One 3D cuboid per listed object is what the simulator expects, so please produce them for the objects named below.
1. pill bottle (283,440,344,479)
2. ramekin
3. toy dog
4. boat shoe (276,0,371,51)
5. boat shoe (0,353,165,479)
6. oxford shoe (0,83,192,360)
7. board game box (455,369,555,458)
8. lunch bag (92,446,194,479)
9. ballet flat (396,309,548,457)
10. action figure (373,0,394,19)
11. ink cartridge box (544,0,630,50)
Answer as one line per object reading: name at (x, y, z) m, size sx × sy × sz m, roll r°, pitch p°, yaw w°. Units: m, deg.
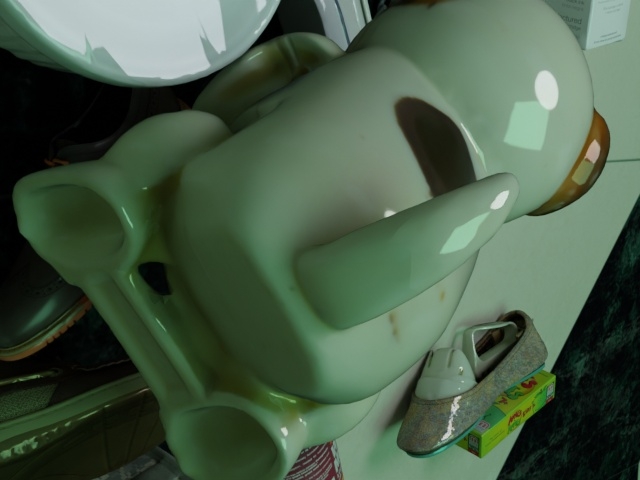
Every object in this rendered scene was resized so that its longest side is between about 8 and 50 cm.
pill bottle at (-0.046, 0.215, 1.180) m, size 0.121 × 0.121 × 0.221 m, roll -38°, pitch 135°, yaw -31°
ramekin at (-0.156, -0.239, 0.760) m, size 0.273 × 0.127 × 0.273 m, roll -3°, pitch 95°, yaw -42°
toy dog at (0.037, -0.062, 0.808) m, size 0.408 × 0.395 × 0.284 m, roll -39°, pitch 92°, yaw -35°
boat shoe at (0.028, -0.163, 1.096) m, size 0.088 × 0.096 × 0.267 m, roll -36°, pitch 125°, yaw -26°
boat shoe at (-0.246, 0.138, 0.900) m, size 0.342 × 0.123 × 0.123 m, roll -19°, pitch 148°, yaw -33°
oxford shoe at (-0.207, -0.030, 0.890) m, size 0.098 × 0.097 × 0.271 m, roll 51°, pitch 59°, yaw -45°
board game box at (0.251, 0.236, 1.564) m, size 0.181 × 0.092 × 0.043 m, roll -29°, pitch 128°, yaw -38°
lunch bag at (-0.172, 0.318, 0.933) m, size 0.235 × 0.287 × 0.169 m, roll -38°, pitch 135°, yaw -30°
ballet flat at (0.201, 0.183, 1.490) m, size 0.316 × 0.107 × 0.106 m, roll -29°, pitch 110°, yaw -44°
action figure at (0.139, -0.334, 1.135) m, size 0.185 × 0.099 × 0.285 m, roll 7°, pitch 100°, yaw -44°
ink cartridge box at (0.277, -0.344, 1.233) m, size 0.092 × 0.158 × 0.218 m, roll -21°, pitch 124°, yaw -42°
